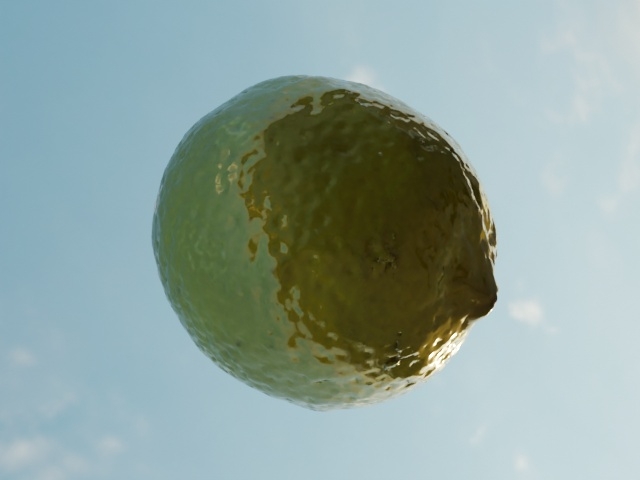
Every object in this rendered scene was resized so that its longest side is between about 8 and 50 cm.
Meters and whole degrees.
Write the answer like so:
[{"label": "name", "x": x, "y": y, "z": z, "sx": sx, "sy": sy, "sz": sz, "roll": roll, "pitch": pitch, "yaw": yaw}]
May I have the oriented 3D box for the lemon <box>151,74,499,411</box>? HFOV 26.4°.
[{"label": "lemon", "x": 0.001, "y": 0.001, "z": 1.291, "sx": 0.336, "sy": 0.336, "sz": 0.336, "roll": 16, "pitch": -111, "yaw": -48}]
